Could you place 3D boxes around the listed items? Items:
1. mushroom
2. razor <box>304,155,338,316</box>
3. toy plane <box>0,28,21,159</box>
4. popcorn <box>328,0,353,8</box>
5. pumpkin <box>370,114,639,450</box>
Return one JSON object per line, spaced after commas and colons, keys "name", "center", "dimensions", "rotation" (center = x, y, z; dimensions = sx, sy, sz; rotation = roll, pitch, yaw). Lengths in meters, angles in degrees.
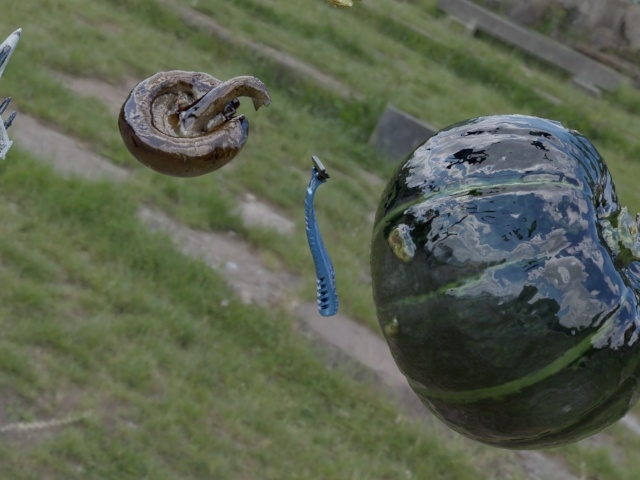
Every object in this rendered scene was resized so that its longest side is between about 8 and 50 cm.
{"name": "mushroom", "center": [-0.133, -0.132, 1.115], "dimensions": [0.080, 0.170, 0.135], "rotation": [95, -28, -64]}
{"name": "razor", "center": [0.000, 0.000, 1.582], "dimensions": [0.042, 0.253, 0.082], "rotation": [-10, 22, -8]}
{"name": "toy plane", "center": [-0.471, -0.191, 1.382], "dimensions": [0.160, 0.082, 0.234], "rotation": [35, 54, -17]}
{"name": "popcorn", "center": [0.041, -0.367, 1.440], "dimensions": [0.084, 0.084, 0.084], "rotation": [26, 12, -6]}
{"name": "pumpkin", "center": [0.185, 0.038, 0.975], "dimensions": [0.323, 0.241, 0.323], "rotation": [36, 43, -42]}
